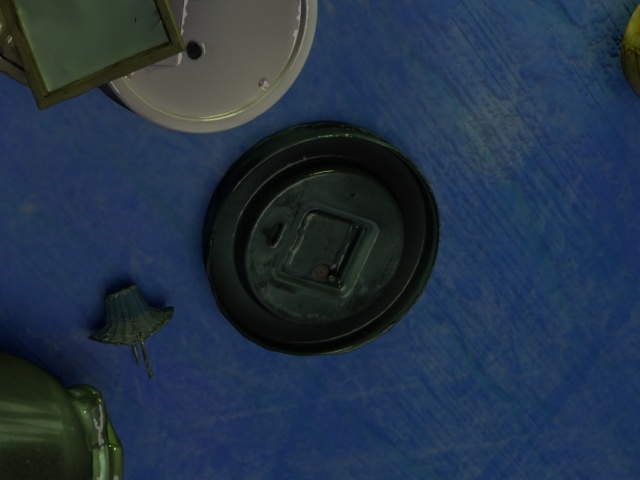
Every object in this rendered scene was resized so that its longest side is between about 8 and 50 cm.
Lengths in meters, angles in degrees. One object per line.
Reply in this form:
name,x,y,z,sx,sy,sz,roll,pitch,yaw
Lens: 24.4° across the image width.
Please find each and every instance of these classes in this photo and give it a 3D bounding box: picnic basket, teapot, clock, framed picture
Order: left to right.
teapot,-0.303,0.237,1.277,0.239,0.239,0.321,3,109,-34
framed picture,-0.195,-0.217,1.136,0.136,0.010,0.200,-19,93,21
picnic basket,-0.170,0.082,1.345,0.083,0.065,0.083,-22,98,-18
clock,-0.104,-0.189,1.208,0.197,0.068,0.196,-7,107,-25
clock,0.000,0.000,1.369,0.226,0.049,0.226,-7,115,-15

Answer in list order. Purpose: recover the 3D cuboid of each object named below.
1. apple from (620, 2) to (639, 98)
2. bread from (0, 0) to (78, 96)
apple,0.352,-0.177,1.349,0.147,0.146,0.146,-8,116,-15
bread,-0.269,-0.178,1.189,0.214,0.053,0.073,34,103,-31
